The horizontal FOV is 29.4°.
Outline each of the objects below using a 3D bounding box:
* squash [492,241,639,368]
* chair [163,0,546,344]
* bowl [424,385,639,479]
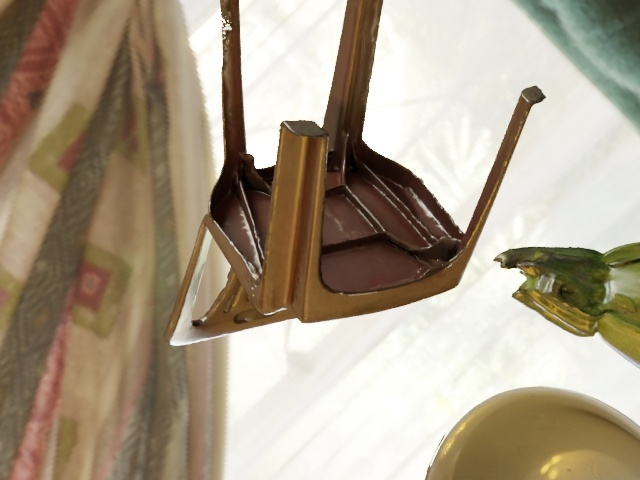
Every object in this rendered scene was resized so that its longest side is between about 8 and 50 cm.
[{"bbox_3d":[0.249,0.059,0.598,0.341,0.094,0.094,23,179,4],"label":"squash"},{"bbox_3d":[0.000,0.000,0.839,0.183,0.176,0.326,55,148,41],"label":"chair"},{"bbox_3d":[0.279,0.306,1.239,0.157,0.345,0.345,-7,-136,-46],"label":"bowl"}]
